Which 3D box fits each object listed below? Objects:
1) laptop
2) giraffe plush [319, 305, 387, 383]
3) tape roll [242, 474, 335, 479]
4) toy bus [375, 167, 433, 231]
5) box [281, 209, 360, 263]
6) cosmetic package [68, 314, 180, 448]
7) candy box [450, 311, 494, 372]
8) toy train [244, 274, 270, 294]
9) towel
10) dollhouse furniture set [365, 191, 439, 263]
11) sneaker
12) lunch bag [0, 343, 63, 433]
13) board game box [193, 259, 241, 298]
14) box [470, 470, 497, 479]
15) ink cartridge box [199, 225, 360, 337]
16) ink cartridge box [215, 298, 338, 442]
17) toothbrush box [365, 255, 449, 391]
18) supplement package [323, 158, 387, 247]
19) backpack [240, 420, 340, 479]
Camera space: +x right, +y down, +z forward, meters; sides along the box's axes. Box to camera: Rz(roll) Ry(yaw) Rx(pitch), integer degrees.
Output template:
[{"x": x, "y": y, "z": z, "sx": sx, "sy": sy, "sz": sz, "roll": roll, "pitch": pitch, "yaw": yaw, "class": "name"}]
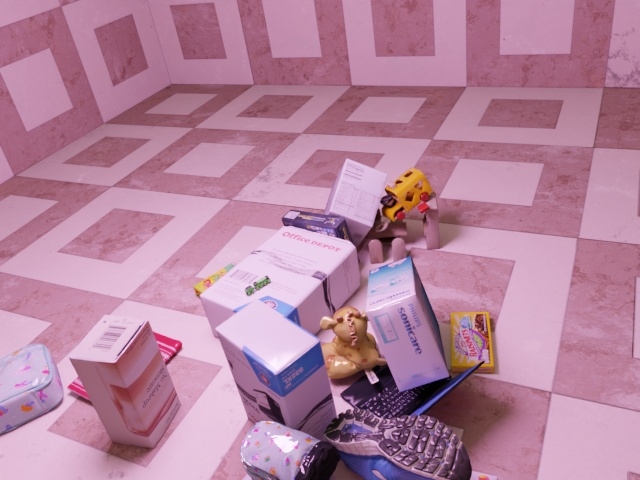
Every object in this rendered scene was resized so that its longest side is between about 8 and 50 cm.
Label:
[{"x": 0.209, "y": 0.330, "z": 1.380, "sx": 0.234, "sy": 0.137, "sz": 0.264, "roll": -29, "pitch": 38, "yaw": -28, "class": "laptop"}, {"x": 0.074, "y": 0.245, "z": 1.482, "sx": 0.181, "sy": 0.171, "sz": 0.210, "roll": -26, "pitch": 23, "yaw": -23, "class": "giraffe plush"}, {"x": -0.065, "y": 0.547, "z": 1.183, "sx": 0.219, "sy": 0.072, "sz": 0.219, "roll": -8, "pitch": 33, "yaw": 5, "class": "tape roll"}, {"x": 0.255, "y": -0.146, "z": 1.873, "sx": 0.190, "sy": 0.104, "sz": 0.202, "roll": -17, "pitch": 32, "yaw": 32, "class": "toy bus"}, {"x": 0.000, "y": 0.000, "z": 1.872, "sx": 0.232, "sy": 0.184, "sz": 0.059, "roll": 12, "pitch": 46, "yaw": 39, "class": "box"}, {"x": -0.458, "y": 0.340, "z": 1.397, "sx": 0.129, "sy": 0.296, "sz": 0.153, "roll": 3, "pitch": 36, "yaw": 17, "class": "cosmetic package"}, {"x": 0.396, "y": 0.264, "z": 1.532, "sx": 0.105, "sy": 0.027, "sz": 0.206, "roll": -5, "pitch": 33, "yaw": 14, "class": "candy box"}, {"x": -0.173, "y": 0.121, "z": 1.598, "sx": 0.083, "sy": 0.024, "sz": 0.017, "roll": -33, "pitch": 40, "yaw": -28, "class": "toy train"}, {"x": -0.544, "y": 0.354, "z": 1.644, "sx": 0.198, "sy": 0.031, "sz": 0.275, "roll": 13, "pitch": 41, "yaw": 28, "class": "towel"}, {"x": 0.267, "y": -0.056, "z": 1.930, "sx": 0.241, "sy": 0.161, "sz": 0.212, "roll": -4, "pitch": 33, "yaw": 8, "class": "dollhouse furniture set"}, {"x": 0.164, "y": 0.442, "z": 1.186, "sx": 0.329, "sy": 0.147, "sz": 0.129, "roll": -3, "pitch": 29, "yaw": 46, "class": "sneaker"}, {"x": -0.856, "y": 0.405, "z": 1.575, "sx": 0.279, "sy": 0.108, "sz": 0.224, "roll": -24, "pitch": 35, "yaw": -20, "class": "lunch bag"}, {"x": -0.311, "y": 0.136, "z": 1.900, "sx": 0.181, "sy": 0.043, "sz": 0.092, "roll": -33, "pitch": 40, "yaw": -31, "class": "board game box"}, {"x": 0.262, "y": 0.536, "z": 1.143, "sx": 0.145, "sy": 0.038, "sz": 0.186, "roll": 4, "pitch": 36, "yaw": 22, "class": "box"}, {"x": -0.105, "y": 0.146, "z": 1.716, "sx": 0.285, "sy": 0.166, "sz": 0.395, "roll": 16, "pitch": 42, "yaw": 34, "class": "ink cartridge box"}, {"x": -0.092, "y": 0.320, "z": 1.319, "sx": 0.129, "sy": 0.308, "sz": 0.223, "roll": -35, "pitch": 41, "yaw": -30, "class": "ink cartridge box"}, {"x": 0.209, "y": 0.193, "z": 1.427, "sx": 0.126, "sy": 0.217, "sz": 0.295, "roll": -21, "pitch": 13, "yaw": 11, "class": "toothbrush box"}, {"x": 0.103, "y": -0.118, "z": 1.920, "sx": 0.149, "sy": 0.194, "sz": 0.203, "roll": 20, "pitch": 66, "yaw": -5, "class": "supplement package"}, {"x": -0.071, "y": 0.442, "z": 1.172, "sx": 0.181, "sy": 0.115, "sz": 0.152, "roll": 10, "pitch": 40, "yaw": 32, "class": "backpack"}]
